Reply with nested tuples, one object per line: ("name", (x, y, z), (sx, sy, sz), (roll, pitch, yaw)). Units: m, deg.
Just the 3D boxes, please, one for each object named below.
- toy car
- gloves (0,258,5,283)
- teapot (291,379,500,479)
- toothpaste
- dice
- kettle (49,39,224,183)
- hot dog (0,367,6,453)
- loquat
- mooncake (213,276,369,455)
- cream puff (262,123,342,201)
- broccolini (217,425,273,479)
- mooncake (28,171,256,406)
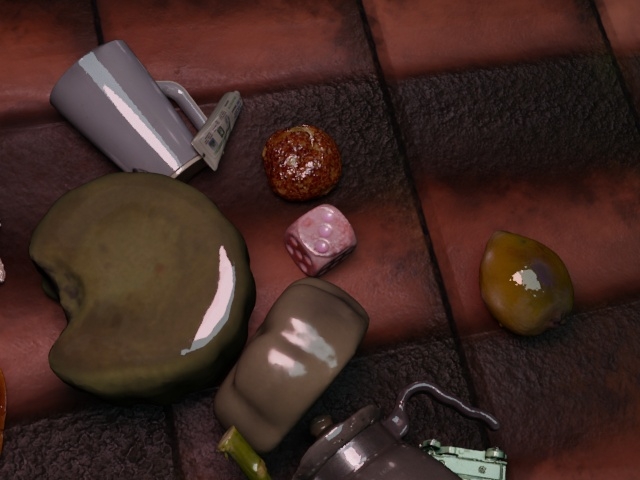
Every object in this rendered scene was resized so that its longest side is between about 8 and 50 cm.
("toy car", (0.226, 0.364, 1.379), (0.143, 0.054, 0.073), (7, 67, -1))
("gloves", (-0.520, 0.043, 1.352), (0.044, 0.037, 0.080), (-13, 95, -30))
("teapot", (0.106, 0.340, 1.255), (0.305, 0.223, 0.285), (-47, 71, 11))
("toothpaste", (-0.171, -0.198, 1.467), (0.064, 0.041, 0.218), (53, 30, -26))
("dice", (0.000, 0.000, 1.444), (0.093, 0.094, 0.091), (-33, 81, -19))
("kettle", (-0.292, -0.200, 1.447), (0.243, 0.160, 0.210), (48, 40, -1))
("hot dog", (-0.498, 0.262, 1.250), (0.073, 0.084, 0.242), (1, 69, -10))
("loquat", (0.346, 0.071, 1.468), (0.152, 0.152, 0.195), (-24, 69, -19))
("mooncake", (-0.049, 0.178, 1.281), (0.135, 0.275, 0.275), (36, 67, 0))
("cream puff", (-0.031, -0.141, 1.496), (0.149, 0.084, 0.149), (5, 67, -11))
("broccolini", (-0.043, 0.438, 1.223), (0.074, 0.079, 0.392), (-39, 100, -31))
("mooncake", (-0.264, 0.071, 1.303), (0.352, 0.187, 0.351), (-1, 71, 3))
